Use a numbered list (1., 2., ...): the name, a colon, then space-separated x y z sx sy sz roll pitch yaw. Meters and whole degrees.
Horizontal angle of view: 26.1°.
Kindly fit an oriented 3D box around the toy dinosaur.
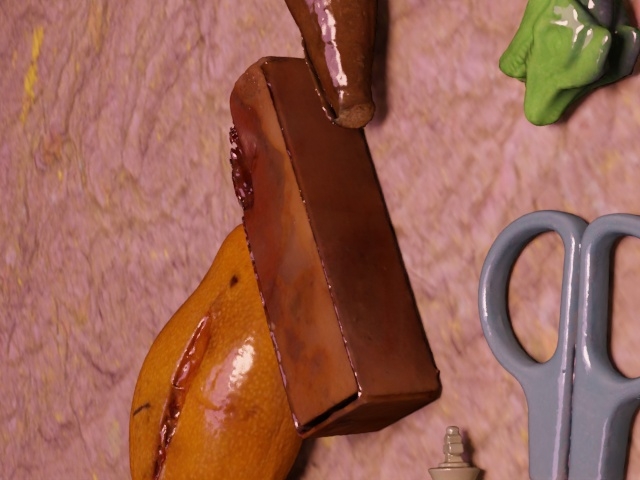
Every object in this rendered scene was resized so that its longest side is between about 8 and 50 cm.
1. toy dinosaur: 0.197 -0.349 0.853 0.500 0.144 0.374 -45 60 47

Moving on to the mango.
1. mango: -0.087 0.133 1.210 0.177 0.120 0.295 30 113 45

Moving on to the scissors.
1. scissors: 0.174 0.203 0.954 0.192 0.029 0.447 5 93 52

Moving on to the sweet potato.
1. sweet potato: -0.003 -0.227 1.150 0.286 0.085 0.112 66 157 19

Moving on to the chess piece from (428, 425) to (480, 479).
1. chess piece: 0.102 0.214 1.031 0.059 0.059 0.149 -16 70 50

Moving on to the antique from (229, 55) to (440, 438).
1. antique: 0.000 0.000 1.132 0.093 0.087 0.310 -37 62 46
